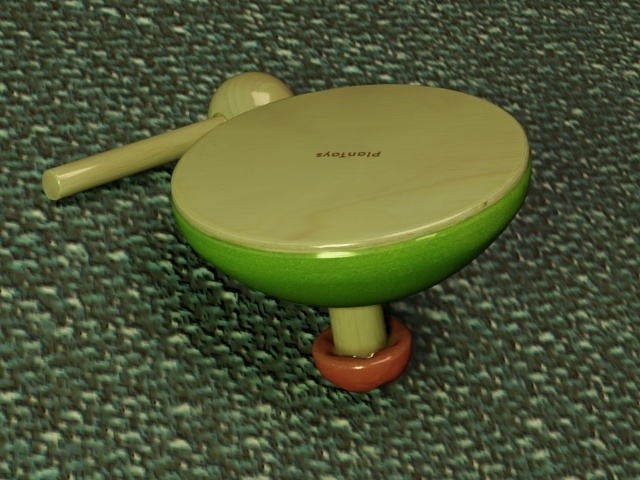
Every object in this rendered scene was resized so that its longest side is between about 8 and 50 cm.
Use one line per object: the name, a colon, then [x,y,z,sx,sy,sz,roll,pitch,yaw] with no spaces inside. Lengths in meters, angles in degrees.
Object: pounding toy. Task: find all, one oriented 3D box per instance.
pounding toy: [0.000,0.000,1.022,0.237,0.110,0.183,16,36,38]
